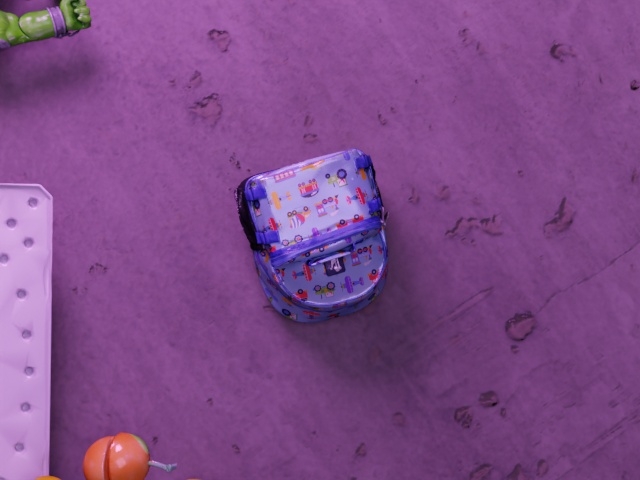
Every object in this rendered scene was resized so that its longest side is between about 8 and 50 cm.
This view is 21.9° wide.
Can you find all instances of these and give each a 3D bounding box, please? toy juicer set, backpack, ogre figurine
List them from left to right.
[{"bbox_3d":[-0.347,-0.281,1.762,0.118,0.097,0.197,-37,103,-21],"label":"ogre figurine"},{"bbox_3d":[-0.249,0.347,1.699,0.209,0.089,0.329,44,82,-29],"label":"toy juicer set"},{"bbox_3d":[0.000,0.000,1.783,0.158,0.117,0.173,-14,91,-9],"label":"backpack"}]

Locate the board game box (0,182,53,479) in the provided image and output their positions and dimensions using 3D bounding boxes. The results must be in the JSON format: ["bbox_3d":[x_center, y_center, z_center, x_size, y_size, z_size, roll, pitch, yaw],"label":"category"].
[{"bbox_3d":[-0.475,0.132,1.708,0.390,0.050,0.389,1,94,-8],"label":"board game box"}]
